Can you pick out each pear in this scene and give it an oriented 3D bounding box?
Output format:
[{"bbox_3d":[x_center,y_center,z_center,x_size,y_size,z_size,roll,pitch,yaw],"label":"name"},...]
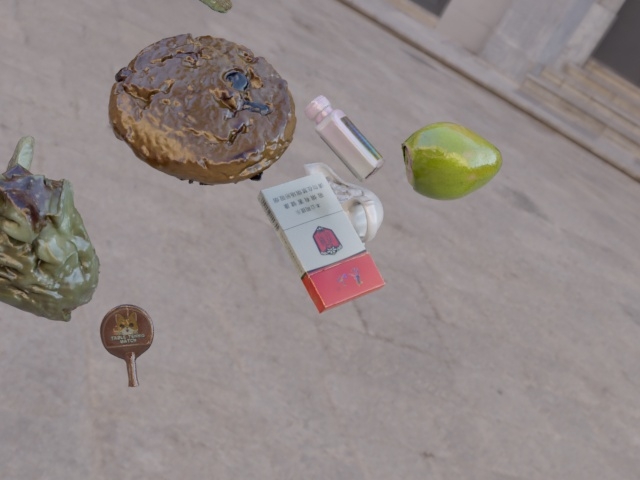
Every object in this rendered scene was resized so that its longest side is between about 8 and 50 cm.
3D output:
[{"bbox_3d":[0.300,-0.182,2.103,0.220,0.187,0.187,-10,32,-8],"label":"pear"}]

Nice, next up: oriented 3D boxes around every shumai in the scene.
[{"bbox_3d":[-0.425,-0.018,1.325,0.256,0.218,0.189,19,35,-19],"label":"shumai"}]

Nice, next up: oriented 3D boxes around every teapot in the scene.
[{"bbox_3d":[0.041,-0.068,1.996,0.204,0.139,0.298,-10,28,-31],"label":"teapot"}]

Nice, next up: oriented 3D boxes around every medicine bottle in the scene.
[{"bbox_3d":[0.054,-0.237,2.138,0.219,0.078,0.115,48,17,3],"label":"medicine bottle"}]

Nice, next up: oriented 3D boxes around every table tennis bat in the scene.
[{"bbox_3d":[-0.397,0.210,1.923,0.107,0.170,0.119,-6,5,-8],"label":"table tennis bat"}]

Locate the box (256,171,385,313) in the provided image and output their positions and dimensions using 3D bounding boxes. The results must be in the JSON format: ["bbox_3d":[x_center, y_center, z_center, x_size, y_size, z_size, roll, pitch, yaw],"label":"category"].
[{"bbox_3d":[0.000,0.000,1.640,0.139,0.035,0.245,-18,70,-30],"label":"box"}]

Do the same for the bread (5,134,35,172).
[{"bbox_3d":[-0.490,-0.115,1.496,0.036,0.112,0.193,13,24,-21],"label":"bread"}]

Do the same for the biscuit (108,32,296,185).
[{"bbox_3d":[-0.179,-0.210,1.424,0.296,0.075,0.296,5,56,-8],"label":"biscuit"}]

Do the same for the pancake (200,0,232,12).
[{"bbox_3d":[-0.133,-0.281,0.993,0.108,0.017,0.108,46,17,-18],"label":"pancake"}]
